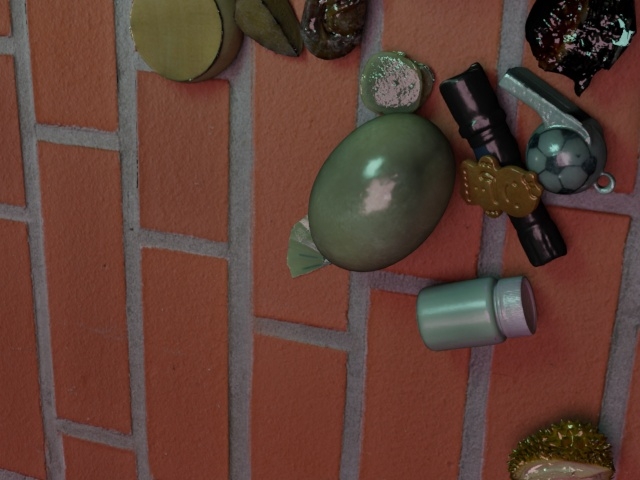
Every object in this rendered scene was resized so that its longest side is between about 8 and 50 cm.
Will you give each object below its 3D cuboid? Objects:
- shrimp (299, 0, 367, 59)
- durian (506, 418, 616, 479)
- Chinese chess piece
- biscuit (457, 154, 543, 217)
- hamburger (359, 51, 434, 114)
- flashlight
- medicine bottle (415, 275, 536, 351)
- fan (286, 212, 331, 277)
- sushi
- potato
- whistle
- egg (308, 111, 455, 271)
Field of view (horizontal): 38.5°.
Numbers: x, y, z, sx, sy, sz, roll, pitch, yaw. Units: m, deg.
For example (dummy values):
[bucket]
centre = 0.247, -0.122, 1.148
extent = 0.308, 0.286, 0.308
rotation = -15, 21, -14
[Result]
[shrimp]
centre = 0.026, -0.525, 1.790
extent = 0.145, 0.116, 0.343
rotation = 7, 111, 4
[durian]
centre = 0.503, 0.460, 1.928
extent = 0.249, 0.183, 0.138
rotation = -32, 58, 31
[Chinese chess piece]
centre = -0.285, -0.459, 1.944
extent = 0.249, 0.103, 0.250
rotation = 8, 111, 20
[biscuit]
centre = 0.340, -0.097, 1.756
extent = 0.184, 0.027, 0.134
rotation = 27, 135, 32
[hamburger]
centre = 0.151, -0.312, 1.841
extent = 0.140, 0.062, 0.133
rotation = 22, 111, 16
[flashlight]
centre = 0.365, -0.141, 1.793
extent = 0.103, 0.103, 0.424
rotation = -25, 98, 27
[medicine bottle]
centre = 0.319, 0.149, 1.886
extent = 0.225, 0.139, 0.139
rotation = -11, 103, 25
[fan]
centre = 0.000, 0.000, 2.039
extent = 0.240, 0.009, 0.131
rotation = -42, 87, 28
[sushi]
centre = 0.450, -0.378, 1.648
extent = 0.150, 0.153, 0.172
rotation = 23, 137, -8
[potato]
centre = -0.105, -0.462, 1.895
extent = 0.100, 0.089, 0.172
rotation = -11, 132, 40
[whistle]
centre = 0.435, -0.183, 1.726
extent = 0.289, 0.163, 0.163
rotation = 41, 118, 17
[egg]
centre = 0.119, -0.091, 1.820
extent = 0.258, 0.258, 0.352
rotation = 36, 110, 7
